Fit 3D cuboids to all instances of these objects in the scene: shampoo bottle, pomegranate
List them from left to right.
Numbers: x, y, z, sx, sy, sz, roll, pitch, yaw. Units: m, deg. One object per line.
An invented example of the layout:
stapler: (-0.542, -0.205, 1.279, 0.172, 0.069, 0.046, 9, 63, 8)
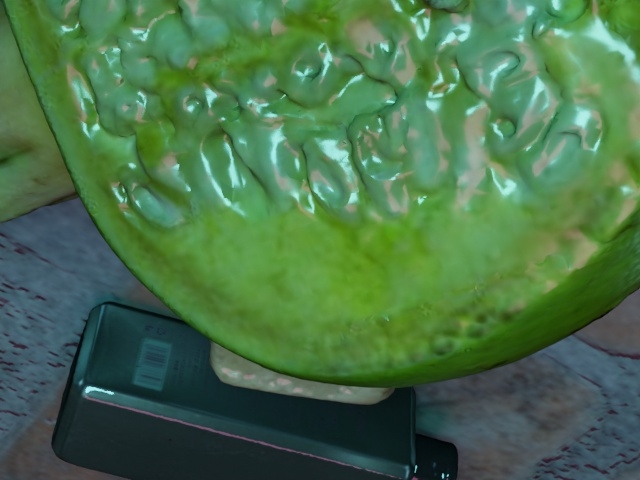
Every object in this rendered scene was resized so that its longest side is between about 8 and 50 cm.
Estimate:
shampoo bottle: (-0.035, 0.116, 0.826, 0.246, 0.080, 0.079, 16, 132, -10)
pomegranate: (-0.001, -0.102, 0.540, 0.358, 0.216, 0.310, -15, 105, 33)

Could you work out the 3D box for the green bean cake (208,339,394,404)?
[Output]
green bean cake: (0.000, 0.000, 0.718, 0.109, 0.085, 0.179, 7, 131, 0)
